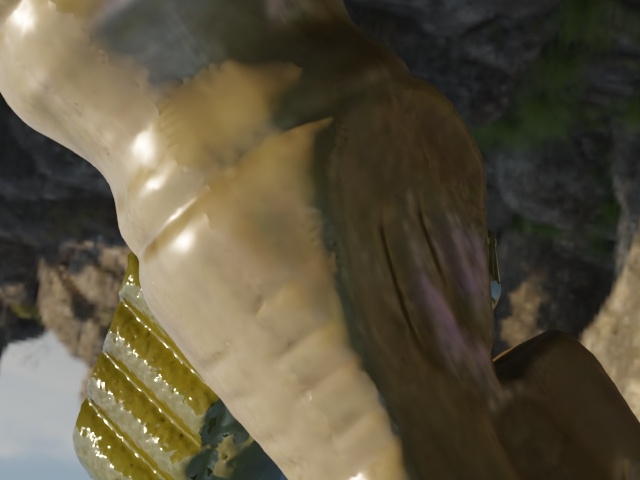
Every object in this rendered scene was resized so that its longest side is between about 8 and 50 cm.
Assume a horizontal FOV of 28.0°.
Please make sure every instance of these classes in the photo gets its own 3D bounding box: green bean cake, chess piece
[{"bbox_3d":[-0.015,0.072,0.803,0.236,0.233,0.124,-9,-138,-44],"label":"green bean cake"},{"bbox_3d":[0.000,0.000,0.437,0.137,0.301,0.137,-33,173,-4],"label":"chess piece"}]
